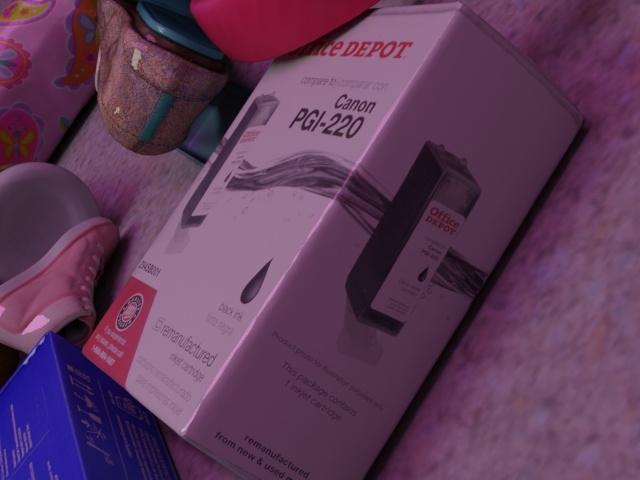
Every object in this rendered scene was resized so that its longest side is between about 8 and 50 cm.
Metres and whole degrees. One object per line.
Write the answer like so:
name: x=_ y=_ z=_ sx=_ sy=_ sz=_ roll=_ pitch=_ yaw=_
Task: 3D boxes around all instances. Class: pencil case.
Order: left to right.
pencil case: x=-0.308 y=-0.129 z=1.178 sx=0.284 sy=0.124 sz=0.124 roll=-60 pitch=27 yaw=-8

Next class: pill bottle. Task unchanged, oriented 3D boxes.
pill bottle: x=-0.258 y=-0.012 z=0.972 sx=0.184 sy=0.103 sz=0.103 roll=3 pitch=61 yaw=59

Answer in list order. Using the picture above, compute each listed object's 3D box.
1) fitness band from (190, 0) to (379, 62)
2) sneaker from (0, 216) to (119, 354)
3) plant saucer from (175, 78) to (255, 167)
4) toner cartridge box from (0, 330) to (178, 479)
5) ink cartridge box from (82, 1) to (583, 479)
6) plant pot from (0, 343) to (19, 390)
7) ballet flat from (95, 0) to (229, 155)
fitness band: x=0.047 y=-0.207 z=0.621 sx=0.291 sy=0.054 sz=0.209 roll=-41 pitch=24 yaw=1
sneaker: x=-0.175 y=0.038 z=0.852 sx=0.134 sy=0.070 sz=0.051 roll=-43 pitch=-26 yaw=-42
plant saucer: x=-0.054 y=-0.072 z=0.812 sx=0.067 sy=0.018 sz=0.192 roll=-54 pitch=27 yaw=-2
toner cartridge box: x=-0.133 y=0.190 z=0.566 sx=0.165 sy=0.075 sz=0.348 roll=-52 pitch=26 yaw=6
ink cartridge box: x=0.000 y=0.000 z=0.559 sx=0.218 sy=0.092 sz=0.158 roll=-56 pitch=27 yaw=-9
plant pot: x=-0.344 y=0.138 z=0.834 sx=0.254 sy=0.237 sz=0.237 roll=-51 pitch=24 yaw=-25
ballet flat: x=-0.137 y=-0.142 z=0.921 sx=0.106 sy=0.107 sz=0.316 roll=-64 pitch=14 yaw=16
